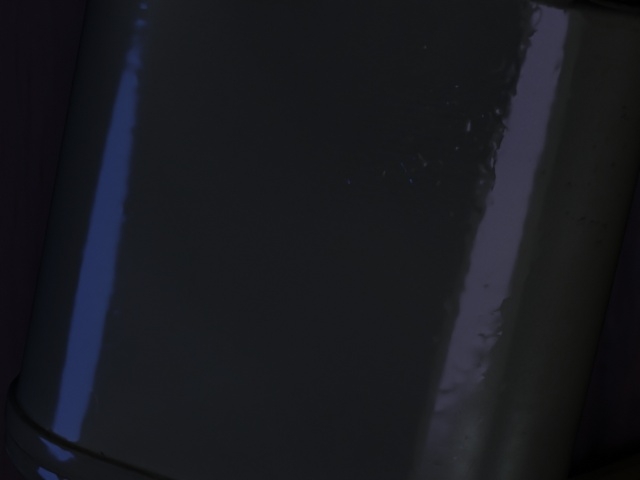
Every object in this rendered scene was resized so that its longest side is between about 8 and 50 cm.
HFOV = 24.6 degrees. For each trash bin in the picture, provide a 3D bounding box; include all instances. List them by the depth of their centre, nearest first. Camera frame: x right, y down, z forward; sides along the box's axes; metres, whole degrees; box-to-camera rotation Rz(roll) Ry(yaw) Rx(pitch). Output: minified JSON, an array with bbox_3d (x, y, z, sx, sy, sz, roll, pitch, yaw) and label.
[{"bbox_3d":[0.000,0.000,0.592,0.243,0.121,0.247,15,106,16],"label":"trash bin"}]

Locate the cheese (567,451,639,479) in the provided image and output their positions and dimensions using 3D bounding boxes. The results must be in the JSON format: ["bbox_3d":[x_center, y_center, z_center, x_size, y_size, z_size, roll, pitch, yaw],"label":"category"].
[{"bbox_3d":[0.208,0.207,0.674,0.266,0.124,0.242,-21,104,9],"label":"cheese"}]
